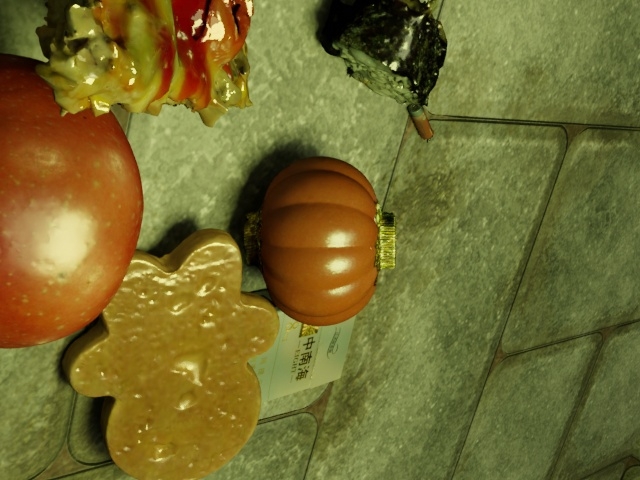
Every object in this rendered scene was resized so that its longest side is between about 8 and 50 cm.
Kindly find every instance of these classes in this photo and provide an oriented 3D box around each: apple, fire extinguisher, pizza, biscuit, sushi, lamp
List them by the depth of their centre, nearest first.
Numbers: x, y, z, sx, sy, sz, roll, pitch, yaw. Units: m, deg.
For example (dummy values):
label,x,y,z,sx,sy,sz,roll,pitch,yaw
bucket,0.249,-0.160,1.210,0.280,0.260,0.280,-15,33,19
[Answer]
label,x,y,z,sx,sy,sz,roll,pitch,yaw
apple,-0.286,-0.037,0.840,0.216,0.260,0.260,17,100,-47
pizza,-0.138,-0.222,0.842,0.406,0.130,0.440,-84,163,-48
biscuit,-0.181,0.155,1.197,0.275,0.052,0.355,-16,121,-19
sushi,0.088,-0.257,1.222,0.115,0.147,0.212,-68,159,1
lamp,0.000,0.000,1.227,0.223,0.196,0.223,0,90,-85
fire extinguisher,0.155,-0.177,1.425,0.083,0.022,0.028,55,40,-49

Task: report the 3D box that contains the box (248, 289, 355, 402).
label,x,y,z,sx,sy,sz,roll,pitch,yaw
box,-0.058,0.146,1.360,0.243,0.067,0.155,-10,122,-43
